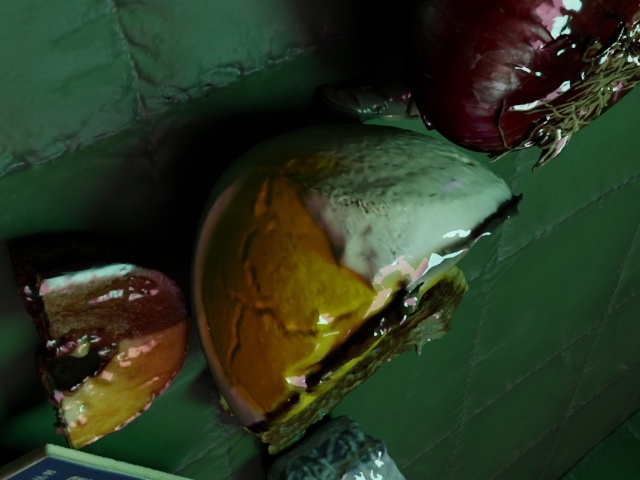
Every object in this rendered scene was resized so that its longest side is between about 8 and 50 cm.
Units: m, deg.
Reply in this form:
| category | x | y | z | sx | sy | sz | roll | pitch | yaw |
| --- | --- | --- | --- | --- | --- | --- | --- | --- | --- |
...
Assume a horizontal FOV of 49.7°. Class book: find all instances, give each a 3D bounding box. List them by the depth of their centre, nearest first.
| category | x | y | z | sx | sy | sz | roll | pitch | yaw |
| --- | --- | --- | --- | --- | --- | --- | --- | --- | --- |
| book | -0.262 | 0.298 | 0.737 | 0.228 | 0.018 | 0.322 | -29 | 146 | 12 |

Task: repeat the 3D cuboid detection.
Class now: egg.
| category | x | y | z | sx | sy | sz | roll | pitch | yaw |
| --- | --- | --- | --- | --- | --- | --- | --- | --- | --- |
| egg | 0.000 | 0.000 | 0.633 | 0.337 | 0.201 | 0.337 | -39 | 177 | -3 |

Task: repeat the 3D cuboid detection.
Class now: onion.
| category | x | y | z | sx | sy | sz | roll | pitch | yaw |
| --- | --- | --- | --- | --- | --- | --- | --- | --- | --- |
| onion | 0.189 | -0.224 | 0.581 | 0.313 | 0.232 | 0.314 | -36 | 162 | -14 |

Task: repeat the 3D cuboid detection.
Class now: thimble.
| category | x | y | z | sx | sy | sz | roll | pitch | yaw |
| --- | --- | --- | --- | --- | --- | --- | --- | --- | --- |
| thimble | 0.033 | 0.390 | 1.020 | 0.157 | 0.217 | 0.246 | -32 | 135 | -22 |

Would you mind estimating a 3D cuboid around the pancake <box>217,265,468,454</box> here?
| category | x | y | z | sx | sy | sz | roll | pitch | yaw |
| --- | --- | --- | --- | --- | --- | --- | --- | --- | --- |
| pancake | 0.045 | 0.137 | 0.947 | 0.426 | 0.067 | 0.305 | -31 | 148 | -23 |

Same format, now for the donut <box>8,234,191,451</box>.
| category | x | y | z | sx | sy | sz | roll | pitch | yaw |
| --- | --- | --- | --- | --- | --- | --- | --- | --- | --- |
| donut | -0.195 | 0.077 | 0.610 | 0.141 | 0.085 | 0.217 | -19 | 136 | -34 |

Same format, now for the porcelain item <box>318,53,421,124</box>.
| category | x | y | z | sx | sy | sz | roll | pitch | yaw |
| --- | --- | --- | --- | --- | --- | --- | --- | --- | --- |
| porcelain item | 0.095 | -0.158 | 0.713 | 0.213 | 0.054 | 0.084 | -22 | 136 | -29 |
